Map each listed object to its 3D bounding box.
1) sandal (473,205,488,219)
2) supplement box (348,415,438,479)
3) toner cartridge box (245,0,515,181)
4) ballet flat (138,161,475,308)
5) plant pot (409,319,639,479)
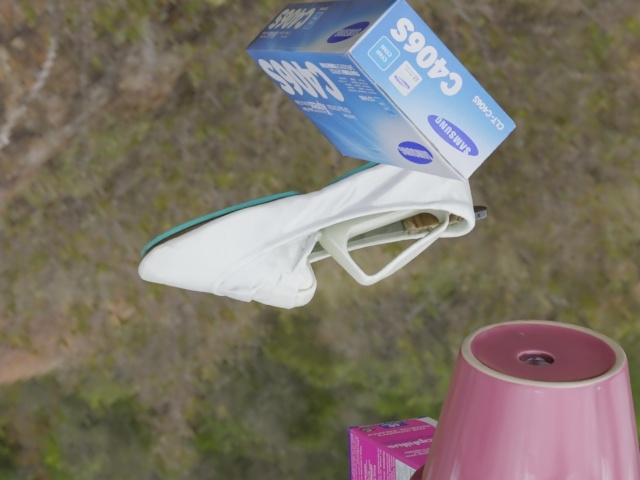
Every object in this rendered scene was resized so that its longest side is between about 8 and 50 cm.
[{"bbox_3d":[0.146,-0.036,2.326,0.179,0.067,0.040,-13,104,-5],"label":"sandal"},{"bbox_3d":[0.125,0.289,1.954,0.111,0.220,0.114,-5,99,-21],"label":"supplement box"},{"bbox_3d":[0.047,-0.152,1.610,0.165,0.348,0.075,45,83,-17],"label":"toner cartridge box"},{"bbox_3d":[0.000,0.000,1.842,0.400,0.139,0.139,-20,142,-18],"label":"ballet flat"},{"bbox_3d":[0.169,0.169,1.296,0.201,0.201,0.180,-13,115,-35],"label":"plant pot"}]
